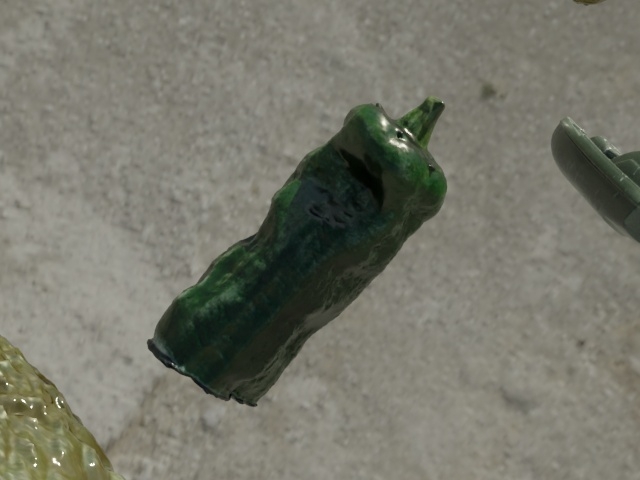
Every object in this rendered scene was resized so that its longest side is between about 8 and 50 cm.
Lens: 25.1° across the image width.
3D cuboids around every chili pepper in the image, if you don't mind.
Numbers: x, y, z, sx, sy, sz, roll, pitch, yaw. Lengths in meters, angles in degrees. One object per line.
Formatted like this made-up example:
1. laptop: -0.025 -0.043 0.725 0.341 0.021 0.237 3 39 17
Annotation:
1. chili pepper: 0.000 0.000 1.059 0.136 0.270 0.099 36 3 -46

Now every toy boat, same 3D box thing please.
1. toy boat: 0.314 -0.078 1.554 0.078 0.085 0.260 37 13 -25

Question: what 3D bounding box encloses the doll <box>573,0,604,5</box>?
1. doll: 0.151 -0.143 0.583 0.209 0.097 0.137 -9 39 -19

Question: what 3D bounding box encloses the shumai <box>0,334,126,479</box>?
1. shumai: -0.343 0.187 0.852 0.397 0.323 0.324 25 19 -13
